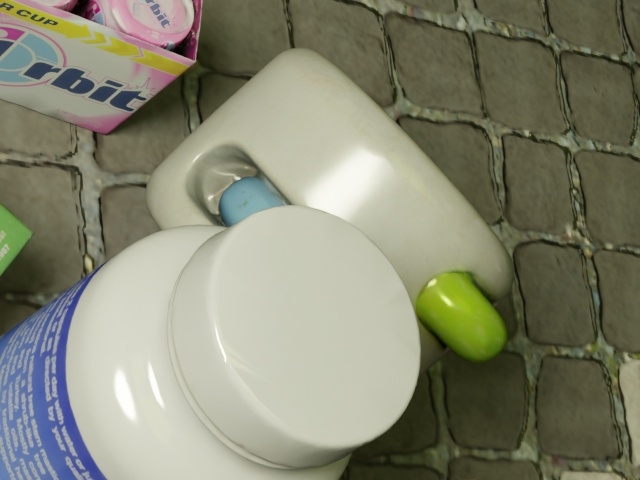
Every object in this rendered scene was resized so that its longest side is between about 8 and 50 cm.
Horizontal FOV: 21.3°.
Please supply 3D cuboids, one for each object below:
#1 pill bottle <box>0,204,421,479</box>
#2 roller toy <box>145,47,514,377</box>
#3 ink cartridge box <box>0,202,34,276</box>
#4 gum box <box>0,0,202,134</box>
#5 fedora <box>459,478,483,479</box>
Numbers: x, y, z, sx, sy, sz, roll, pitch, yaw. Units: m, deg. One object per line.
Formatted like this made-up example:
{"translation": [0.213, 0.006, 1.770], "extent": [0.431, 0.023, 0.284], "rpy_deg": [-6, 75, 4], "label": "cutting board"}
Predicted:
{"translation": [-0.076, 0.083, 0.830], "extent": [0.152, 0.272, 0.152], "rpy_deg": [16, 62, -31], "label": "pill bottle"}
{"translation": [0.000, 0.000, 0.972], "extent": [0.146, 0.209, 0.191], "rpy_deg": [-43, 106, 1], "label": "roller toy"}
{"translation": [-0.280, -0.011, 0.837], "extent": [0.219, 0.092, 0.160], "rpy_deg": [44, 50, -13], "label": "ink cartridge box"}
{"translation": [-0.175, -0.134, 0.963], "extent": [0.188, 0.107, 0.062], "rpy_deg": [18, 60, -30], "label": "gum box"}
{"translation": [0.131, 0.236, 1.047], "extent": [0.194, 0.079, 0.194], "rpy_deg": [16, 60, -31], "label": "fedora"}
